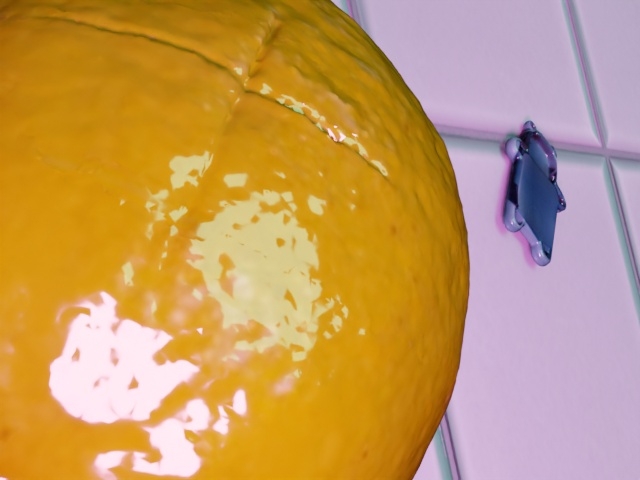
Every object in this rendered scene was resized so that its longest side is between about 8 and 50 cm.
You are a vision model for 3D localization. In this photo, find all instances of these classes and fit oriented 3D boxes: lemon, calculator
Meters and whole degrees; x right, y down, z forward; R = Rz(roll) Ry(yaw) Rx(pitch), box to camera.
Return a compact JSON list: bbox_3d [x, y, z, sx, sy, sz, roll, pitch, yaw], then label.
[{"bbox_3d":[-0.079,0.018,0.527,0.297,0.297,0.297,25,57,-45],"label":"lemon"},{"bbox_3d":[0.190,-0.047,1.117,0.094,0.019,0.141,46,42,-31],"label":"calculator"}]
